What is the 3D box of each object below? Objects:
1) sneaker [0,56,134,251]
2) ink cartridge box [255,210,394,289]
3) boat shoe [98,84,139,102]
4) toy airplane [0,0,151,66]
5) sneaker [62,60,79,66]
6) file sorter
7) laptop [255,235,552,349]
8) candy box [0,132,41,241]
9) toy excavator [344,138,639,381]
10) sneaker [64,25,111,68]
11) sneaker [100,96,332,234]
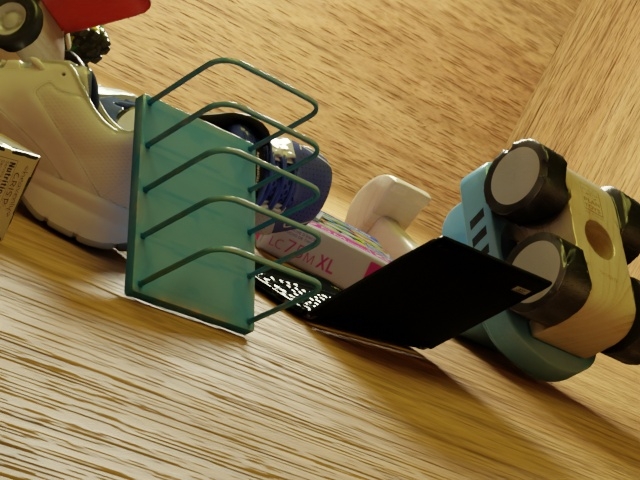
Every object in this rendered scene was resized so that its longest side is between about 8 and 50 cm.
[{"bbox_3d":[-0.254,-0.103,1.050,0.297,0.129,0.111,26,7,-1],"label":"sneaker"},{"bbox_3d":[0.000,0.000,1.685,0.186,0.065,0.311,27,4,-9],"label":"ink cartridge box"},{"bbox_3d":[-0.334,-0.198,1.810,0.081,0.079,0.227,35,12,29],"label":"boat shoe"},{"bbox_3d":[-0.402,-0.322,1.362,0.384,0.272,0.386,25,-18,-27],"label":"toy airplane"},{"bbox_3d":[-0.273,-0.127,1.243,0.232,0.115,0.090,32,7,41],"label":"sneaker"},{"bbox_3d":[-0.067,-0.035,0.964,0.118,0.170,0.104,23,-36,-40],"label":"file sorter"},{"bbox_3d":[0.053,0.024,1.292,0.264,0.136,0.234,31,6,37],"label":"laptop"},{"bbox_3d":[-0.313,-0.075,0.801,0.159,0.071,0.233,29,5,24],"label":"candy box"},{"bbox_3d":[0.210,0.026,1.753,0.222,0.445,0.432,24,47,-36],"label":"toy excavator"},{"bbox_3d":[-0.445,-0.309,1.644,0.344,0.134,0.146,5,56,-44],"label":"sneaker"},{"bbox_3d":[-0.093,-0.066,1.363,0.316,0.127,0.182,13,0,-41],"label":"sneaker"}]
